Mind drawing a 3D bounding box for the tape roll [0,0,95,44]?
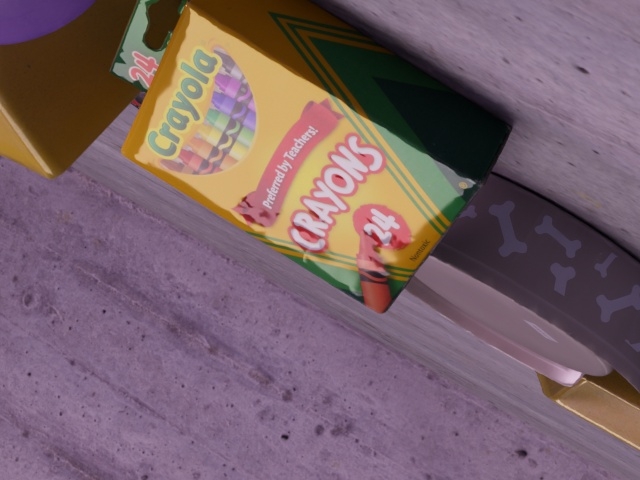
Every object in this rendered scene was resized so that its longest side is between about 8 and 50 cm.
[{"bbox_3d":[-0.228,-0.235,1.031,0.189,0.189,0.080,30,174,10],"label":"tape roll"}]

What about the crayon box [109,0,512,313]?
[{"bbox_3d":[-0.031,-0.094,1.232,0.318,0.081,0.202,32,140,-1],"label":"crayon box"}]

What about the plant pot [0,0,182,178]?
[{"bbox_3d":[-0.277,-0.214,1.408,0.212,0.212,0.187,23,156,52],"label":"plant pot"}]

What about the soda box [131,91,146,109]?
[{"bbox_3d":[-0.189,-0.181,1.776,0.060,0.053,0.169,35,173,-22],"label":"soda box"}]

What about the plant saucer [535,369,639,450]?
[{"bbox_3d":[0.414,0.205,1.760,0.333,0.081,0.333,29,172,18],"label":"plant saucer"}]

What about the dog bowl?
[{"bbox_3d":[0.191,0.037,1.471,0.349,0.102,0.349,31,173,4],"label":"dog bowl"}]
